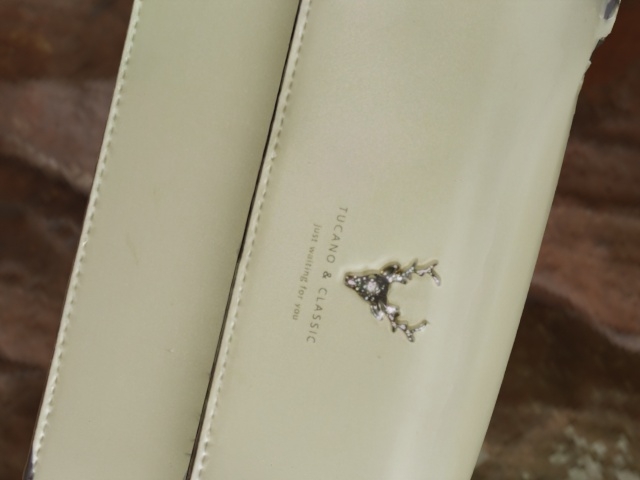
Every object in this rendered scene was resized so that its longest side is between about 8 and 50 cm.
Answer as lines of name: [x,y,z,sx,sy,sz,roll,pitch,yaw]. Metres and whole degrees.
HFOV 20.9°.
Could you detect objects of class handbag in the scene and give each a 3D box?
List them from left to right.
handbag: [0.000,0.000,0.933,0.236,0.358,0.160,16,-168,6]
